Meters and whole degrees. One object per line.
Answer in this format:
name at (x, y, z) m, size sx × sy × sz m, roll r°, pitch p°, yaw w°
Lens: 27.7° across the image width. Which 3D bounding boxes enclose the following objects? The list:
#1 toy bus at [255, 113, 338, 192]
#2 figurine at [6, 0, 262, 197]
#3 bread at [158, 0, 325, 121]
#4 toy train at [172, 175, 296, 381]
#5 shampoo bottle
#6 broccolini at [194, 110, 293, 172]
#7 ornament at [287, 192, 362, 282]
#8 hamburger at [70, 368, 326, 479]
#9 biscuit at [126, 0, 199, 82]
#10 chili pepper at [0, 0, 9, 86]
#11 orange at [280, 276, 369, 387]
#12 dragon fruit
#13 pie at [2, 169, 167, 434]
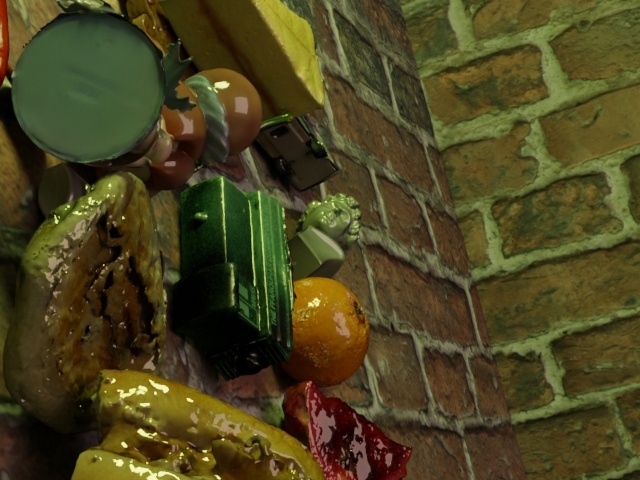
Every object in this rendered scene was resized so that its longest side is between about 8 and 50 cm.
toy bus at (-0.083, -0.234, 2.442) m, size 0.317 × 0.112 × 0.138 m, roll 55°, pitch 15°, yaw -43°
figurine at (-0.251, -0.183, 1.701) m, size 0.248 × 0.277 × 0.388 m, roll -61°, pitch 171°, yaw -6°
bread at (-0.128, -0.298, 2.102) m, size 0.264 × 0.168 × 0.163 m, roll 25°, pitch 51°, yaw -59°
toy train at (-0.136, 0.044, 1.990) m, size 0.178 × 0.139 × 0.330 m, roll 42°, pitch 34°, yaw -48°
shampoo bottle at (-0.288, -0.011, 1.727) m, size 0.227 × 0.056 × 0.086 m, roll 48°, pitch 27°, yaw -49°
broccolini at (-0.141, -0.157, 2.089) m, size 0.054 × 0.239 × 0.051 m, roll 45°, pitch -36°, yaw 28°
ornament at (-0.009, 0.012, 2.408) m, size 0.120 × 0.130 × 0.285 m, roll 51°, pitch 31°, yaw -9°
hamburger at (-0.106, 0.359, 1.492) m, size 0.268 × 0.287 × 0.445 m, roll -78°, pitch 155°, yaw -50°
biscuit at (-0.239, -0.316, 2.142) m, size 0.314 × 0.063 × 0.367 m, roll -23°, pitch 95°, yaw -69°
chili pepper at (-0.441, -0.295, 1.548) m, size 0.137 × 0.092 × 0.368 m, roll 5°, pitch 59°, yaw -49°
orange at (0.002, 0.155, 2.225) m, size 0.193 × 0.161 × 0.193 m, roll 46°, pitch 36°, yaw -49°
dragon fruit at (0.007, 0.370, 2.124) m, size 0.262 × 0.134 × 0.211 m, roll 41°, pitch 45°, yaw -30°
pie at (-0.260, 0.073, 1.538) m, size 0.339 × 0.077 × 0.339 m, roll 8°, pitch 90°, yaw -73°
